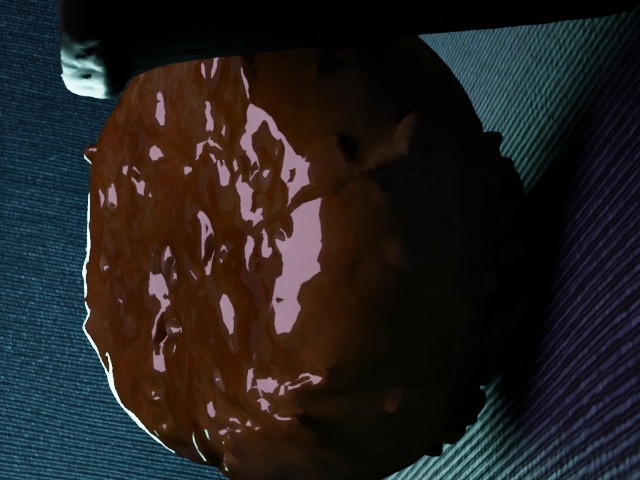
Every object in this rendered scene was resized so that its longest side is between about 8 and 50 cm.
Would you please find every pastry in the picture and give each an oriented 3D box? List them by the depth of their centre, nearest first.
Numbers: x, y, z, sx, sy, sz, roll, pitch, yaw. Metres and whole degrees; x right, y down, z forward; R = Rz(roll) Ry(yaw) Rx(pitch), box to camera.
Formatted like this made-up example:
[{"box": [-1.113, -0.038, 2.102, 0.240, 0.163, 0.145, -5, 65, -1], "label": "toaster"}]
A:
[{"box": [0.000, 0.000, 0.903, 0.316, 0.184, 0.284, -4, 87, 56], "label": "pastry"}]

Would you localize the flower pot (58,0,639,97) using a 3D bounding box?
[{"box": [0.035, -0.217, 0.703, 0.379, 0.251, 0.379, -169, 90, -83], "label": "flower pot"}]
